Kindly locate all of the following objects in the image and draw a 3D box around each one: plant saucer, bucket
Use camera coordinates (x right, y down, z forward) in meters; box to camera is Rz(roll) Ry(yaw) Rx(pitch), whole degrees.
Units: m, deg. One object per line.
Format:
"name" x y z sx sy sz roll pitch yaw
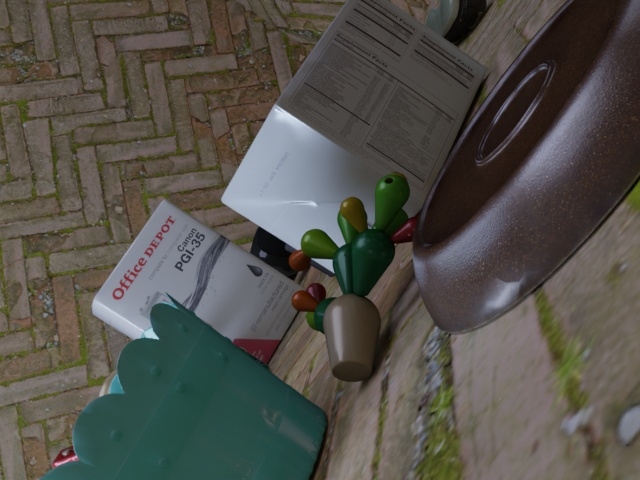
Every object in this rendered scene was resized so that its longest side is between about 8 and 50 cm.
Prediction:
"plant saucer" 0.152 -0.078 0.577 0.310 0.050 0.310 -57 6 9
"bucket" -0.135 0.207 0.728 0.281 0.183 0.281 -56 5 7

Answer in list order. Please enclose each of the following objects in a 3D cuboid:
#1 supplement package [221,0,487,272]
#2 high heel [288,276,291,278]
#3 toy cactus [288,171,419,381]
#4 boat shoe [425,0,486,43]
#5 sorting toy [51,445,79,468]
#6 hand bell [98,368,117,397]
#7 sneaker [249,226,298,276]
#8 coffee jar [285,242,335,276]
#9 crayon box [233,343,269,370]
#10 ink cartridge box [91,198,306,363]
"supplement package" 0.044 -0.133 1.024 0.199 0.198 0.262 -51 8 52
"high heel" -0.183 0.126 1.819 0.377 0.127 0.181 -47 0 44
"toy cactus" 0.035 0.045 0.742 0.219 0.112 0.180 -48 29 42
"boat shoe" 0.245 -0.404 1.534 0.228 0.069 0.081 157 111 -84
"sorting toy" -0.322 0.338 1.435 0.256 0.089 0.257 -22 15 12
"hand bell" -0.227 0.201 1.233 0.242 0.126 0.126 -41 15 43
"sneaker" -0.045 -0.070 1.640 0.139 0.125 0.340 97 -165 -46
"coffee jar" 0.027 -0.041 1.182 0.184 0.096 0.079 -61 4 -29
"crayon box" -0.170 0.279 1.127 0.165 0.081 0.278 -54 6 24
"ink cartridge box" -0.197 0.099 1.335 0.207 0.283 0.117 -59 6 -20
